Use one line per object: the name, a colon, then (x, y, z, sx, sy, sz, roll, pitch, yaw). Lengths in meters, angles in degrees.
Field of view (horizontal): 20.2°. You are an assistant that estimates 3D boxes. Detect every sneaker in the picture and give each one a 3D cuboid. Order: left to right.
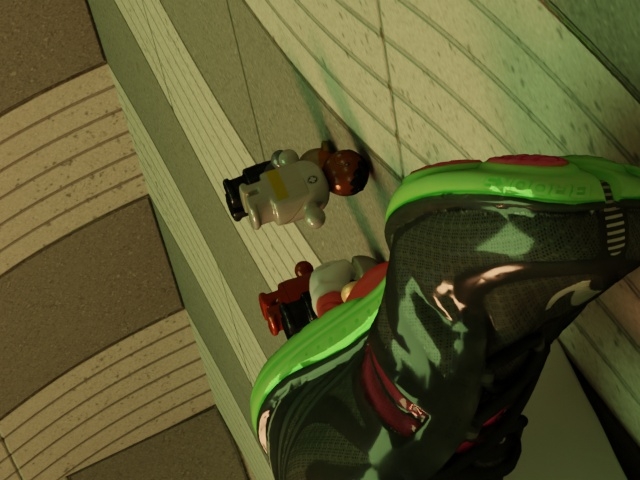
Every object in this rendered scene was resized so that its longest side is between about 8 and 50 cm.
sneaker: (0.098, 0.096, 1.224, 0.483, 0.185, 0.202, 124, 142, -55)

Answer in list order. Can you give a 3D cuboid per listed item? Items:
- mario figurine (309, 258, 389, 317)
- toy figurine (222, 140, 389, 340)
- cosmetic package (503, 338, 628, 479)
mario figurine: (0.087, 0.096, 1.703, 0.320, 0.198, 0.170, 123, 160, -62)
toy figurine: (0.000, 0.000, 1.910, 0.213, 0.148, 0.210, -173, 65, -80)
cosmetic package: (0.159, 0.283, 1.408, 0.156, 0.217, 0.385, 77, 172, -48)
